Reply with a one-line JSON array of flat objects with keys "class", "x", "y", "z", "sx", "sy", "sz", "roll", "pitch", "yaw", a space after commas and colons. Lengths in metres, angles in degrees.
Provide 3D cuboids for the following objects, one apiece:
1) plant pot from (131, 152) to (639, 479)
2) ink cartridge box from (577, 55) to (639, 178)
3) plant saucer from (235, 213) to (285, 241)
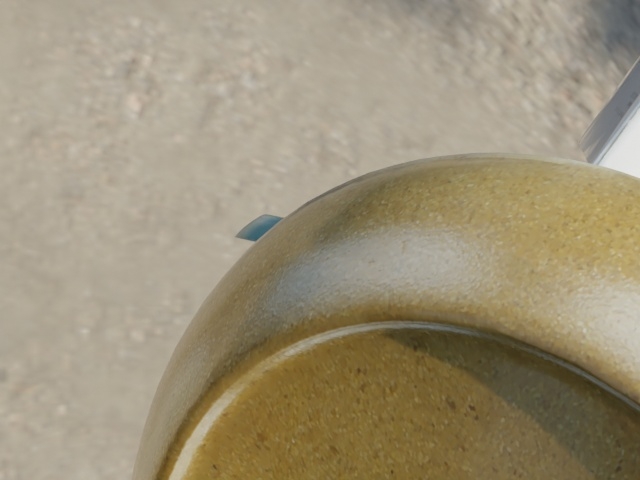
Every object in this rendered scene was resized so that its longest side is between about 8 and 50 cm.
[{"class": "plant pot", "x": 0.040, "y": 0.100, "z": 0.412, "sx": 0.236, "sy": 0.032, "sz": 0.236, "roll": 12, "pitch": 110, "yaw": 36}, {"class": "ink cartridge box", "x": 0.309, "y": -0.100, "z": 1.166, "sx": 0.198, "sy": 0.197, "sz": 0.270, "roll": 36, "pitch": 99, "yaw": -1}, {"class": "plant saucer", "x": 0.000, "y": 0.000, "z": 1.395, "sx": 0.119, "sy": 0.119, "sz": 0.021, "roll": 12, "pitch": 89, "yaw": 15}]
